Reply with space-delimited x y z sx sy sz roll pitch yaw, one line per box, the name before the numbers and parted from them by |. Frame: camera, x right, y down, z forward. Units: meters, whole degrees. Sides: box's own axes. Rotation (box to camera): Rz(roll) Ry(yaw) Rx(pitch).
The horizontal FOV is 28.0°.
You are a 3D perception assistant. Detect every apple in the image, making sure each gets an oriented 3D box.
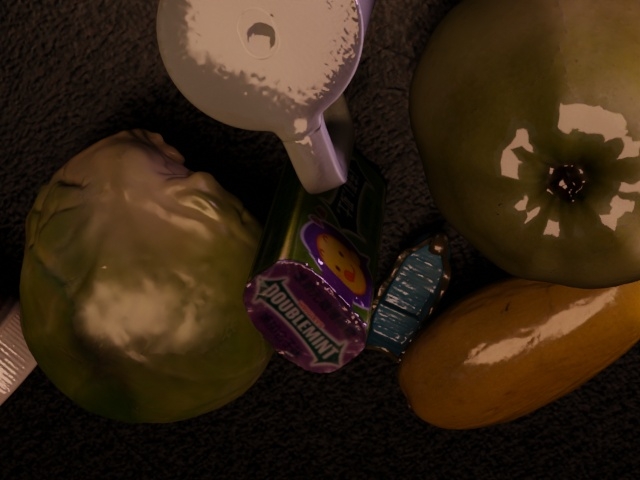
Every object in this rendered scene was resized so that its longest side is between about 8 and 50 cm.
apple | 0.263 -0.122 1.344 0.357 0.357 0.357 2 112 4

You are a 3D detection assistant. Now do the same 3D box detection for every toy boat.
toy boat | 0.111 0.064 1.556 0.075 0.077 0.185 25 111 -5

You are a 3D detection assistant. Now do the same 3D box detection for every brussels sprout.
brussels sprout | -0.197 0.046 1.483 0.344 0.268 0.344 0 96 2

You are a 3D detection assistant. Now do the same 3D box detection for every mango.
mango | 0.247 0.124 1.523 0.331 0.142 0.195 -22 145 11

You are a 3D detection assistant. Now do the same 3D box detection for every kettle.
kettle | -0.047 -0.221 1.328 0.205 0.318 0.265 10 111 -1

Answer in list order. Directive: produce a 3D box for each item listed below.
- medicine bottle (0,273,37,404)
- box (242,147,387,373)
medicine bottle | -0.469 0.078 1.561 0.273 0.165 0.165 43 109 -11
box | 0.000 0.000 1.397 0.097 0.345 0.134 -39 108 22
